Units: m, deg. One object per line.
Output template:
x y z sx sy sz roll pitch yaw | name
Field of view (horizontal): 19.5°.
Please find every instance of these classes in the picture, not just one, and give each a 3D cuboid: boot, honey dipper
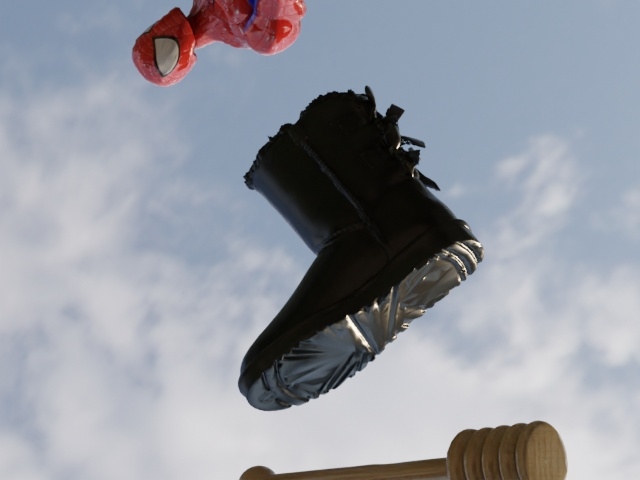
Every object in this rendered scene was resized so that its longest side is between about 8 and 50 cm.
0.000 0.000 0.761 0.121 0.045 0.099 -38 -124 4 | boot
0.026 0.095 0.742 0.030 0.161 0.030 14 -110 -44 | honey dipper

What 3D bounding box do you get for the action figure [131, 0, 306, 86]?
-0.015 -0.183 0.816 0.139 0.280 0.091 13 -148 -52 | action figure
